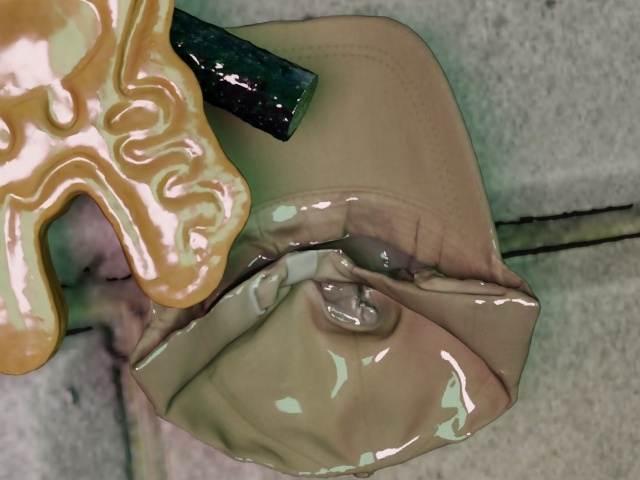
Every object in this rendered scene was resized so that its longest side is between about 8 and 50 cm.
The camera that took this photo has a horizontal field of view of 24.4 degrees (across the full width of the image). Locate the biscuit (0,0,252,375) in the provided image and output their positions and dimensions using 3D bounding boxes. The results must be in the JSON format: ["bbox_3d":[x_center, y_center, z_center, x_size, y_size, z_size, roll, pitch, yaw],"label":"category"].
[{"bbox_3d":[-0.119,-0.073,0.578,0.144,0.040,0.236,-21,92,-8],"label":"biscuit"}]

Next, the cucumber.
[{"bbox_3d":[-0.066,-0.082,0.612,0.133,0.032,0.032,25,75,7],"label":"cucumber"}]

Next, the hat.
[{"bbox_3d":[0.000,0.000,0.660,0.166,0.144,0.173,-6,49,-2],"label":"hat"}]
